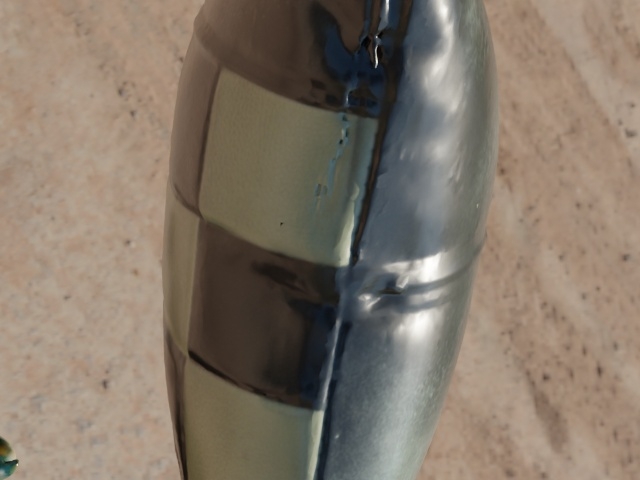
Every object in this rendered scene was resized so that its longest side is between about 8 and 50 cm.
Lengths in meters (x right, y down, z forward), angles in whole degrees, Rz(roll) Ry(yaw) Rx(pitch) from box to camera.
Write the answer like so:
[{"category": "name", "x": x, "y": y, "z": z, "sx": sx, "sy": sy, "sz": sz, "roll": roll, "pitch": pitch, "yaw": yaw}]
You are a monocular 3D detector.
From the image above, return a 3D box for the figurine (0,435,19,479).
[{"category": "figurine", "x": -0.233, "y": 0.151, "z": 0.624, "sx": 0.187, "sy": 0.215, "sz": 0.344, "roll": -5, "pitch": 45, "yaw": -13}]

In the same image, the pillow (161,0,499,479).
[{"category": "pillow", "x": 0.000, "y": 0.000, "z": 0.414, "sx": 0.186, "sy": 0.106, "sz": 0.250, "roll": -96, "pitch": -167, "yaw": -68}]
